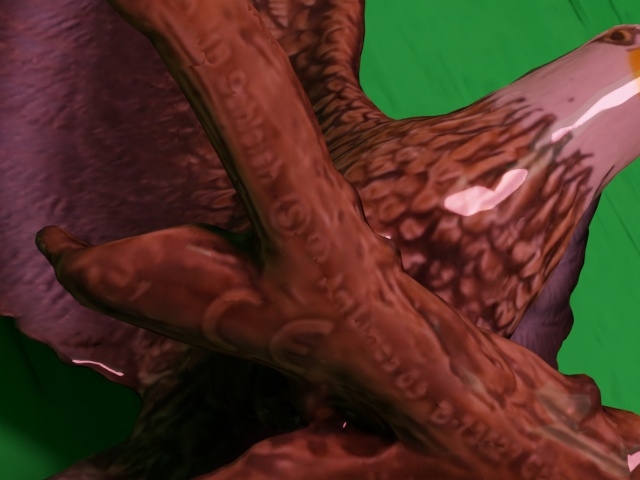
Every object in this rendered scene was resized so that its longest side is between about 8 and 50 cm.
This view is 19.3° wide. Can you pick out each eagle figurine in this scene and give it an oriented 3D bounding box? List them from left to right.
[{"bbox_3d":[0.011,-0.003,0.498,0.298,0.225,0.226,-118,-154,-71],"label":"eagle figurine"}]
